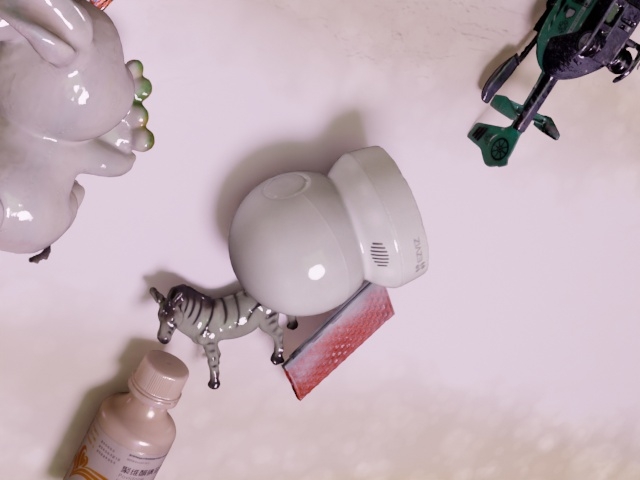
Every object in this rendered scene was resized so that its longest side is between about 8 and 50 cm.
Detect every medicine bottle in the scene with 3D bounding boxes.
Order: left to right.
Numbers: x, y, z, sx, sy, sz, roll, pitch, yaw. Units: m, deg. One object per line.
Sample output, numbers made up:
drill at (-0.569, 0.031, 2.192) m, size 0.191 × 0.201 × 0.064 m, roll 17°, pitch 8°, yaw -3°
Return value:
medicine bottle at (-0.258, 0.267, 1.620) m, size 0.114 × 0.114 × 0.252 m, roll 16°, pitch 112°, yaw -34°

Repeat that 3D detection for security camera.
security camera at (0.000, 0.000, 1.526) m, size 0.236 × 0.194 × 0.195 m, roll -22°, pitch 129°, yaw -9°

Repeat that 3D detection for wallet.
wallet at (0.027, 0.139, 1.704) m, size 0.196 × 0.020 × 0.103 m, roll -43°, pitch 142°, yaw -17°

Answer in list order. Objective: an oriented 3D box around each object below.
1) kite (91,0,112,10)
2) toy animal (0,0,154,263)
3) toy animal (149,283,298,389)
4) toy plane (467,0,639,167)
kite at (-0.200, -0.345, 1.298) m, size 0.125 × 0.008 × 0.222 m, roll -11°, pitch 126°, yaw -21°
toy animal at (-0.309, -0.140, 1.259) m, size 0.310 × 0.183 × 0.247 m, roll -60°, pitch 161°, yaw 22°
toy animal at (-0.123, 0.104, 1.607) m, size 0.216 × 0.073 × 0.176 m, roll -22°, pitch 130°, yaw -19°
toy plane at (0.323, -0.252, 1.542) m, size 0.106 × 0.155 × 0.382 m, roll 17°, pitch 111°, yaw -36°
